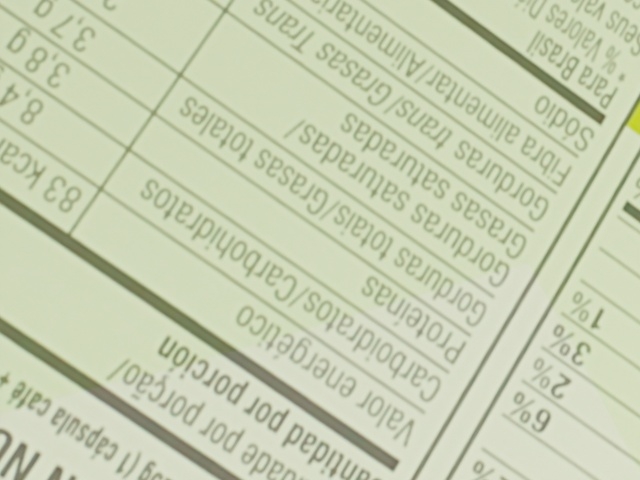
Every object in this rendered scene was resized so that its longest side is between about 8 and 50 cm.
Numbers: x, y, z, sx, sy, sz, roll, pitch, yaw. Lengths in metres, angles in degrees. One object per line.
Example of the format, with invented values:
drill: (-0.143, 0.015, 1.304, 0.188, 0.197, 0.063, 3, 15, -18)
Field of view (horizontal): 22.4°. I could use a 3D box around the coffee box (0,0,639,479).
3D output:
coffee box: (0.000, 0.000, 0.495, 0.338, 0.337, 0.334, 35, 73, -9)
